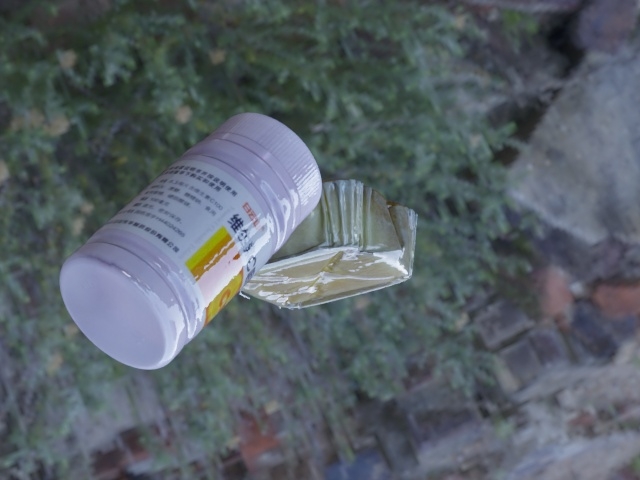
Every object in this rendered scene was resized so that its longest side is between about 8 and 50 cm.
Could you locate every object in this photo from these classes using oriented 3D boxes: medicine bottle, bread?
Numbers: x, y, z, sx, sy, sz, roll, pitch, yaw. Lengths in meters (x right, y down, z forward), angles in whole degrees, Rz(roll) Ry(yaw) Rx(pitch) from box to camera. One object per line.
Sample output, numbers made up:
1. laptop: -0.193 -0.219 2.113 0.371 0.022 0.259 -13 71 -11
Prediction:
1. medicine bottle: -0.116 -0.004 1.352 0.249 0.133 0.133 -47 178 -40
2. bread: -0.002 -0.001 1.805 0.210 0.109 0.192 -18 158 28
